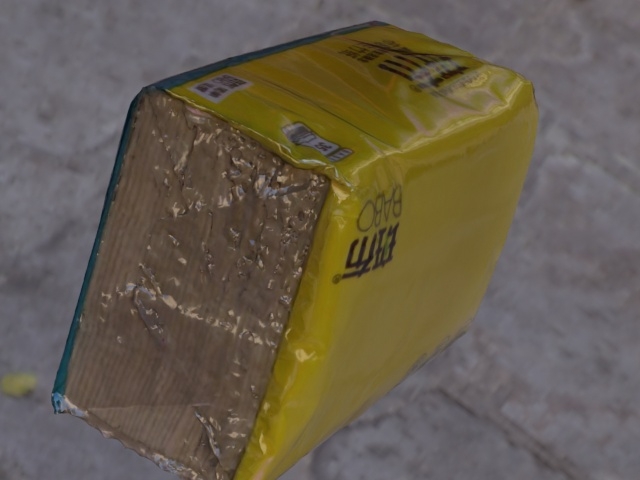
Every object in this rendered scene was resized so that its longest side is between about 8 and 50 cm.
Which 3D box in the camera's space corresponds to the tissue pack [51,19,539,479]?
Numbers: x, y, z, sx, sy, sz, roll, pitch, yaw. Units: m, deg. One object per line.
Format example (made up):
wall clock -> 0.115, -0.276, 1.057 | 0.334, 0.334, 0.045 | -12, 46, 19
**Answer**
tissue pack -> 0.000, 0.000, 0.587 | 0.082, 0.120, 0.169 | 26, 23, 19
